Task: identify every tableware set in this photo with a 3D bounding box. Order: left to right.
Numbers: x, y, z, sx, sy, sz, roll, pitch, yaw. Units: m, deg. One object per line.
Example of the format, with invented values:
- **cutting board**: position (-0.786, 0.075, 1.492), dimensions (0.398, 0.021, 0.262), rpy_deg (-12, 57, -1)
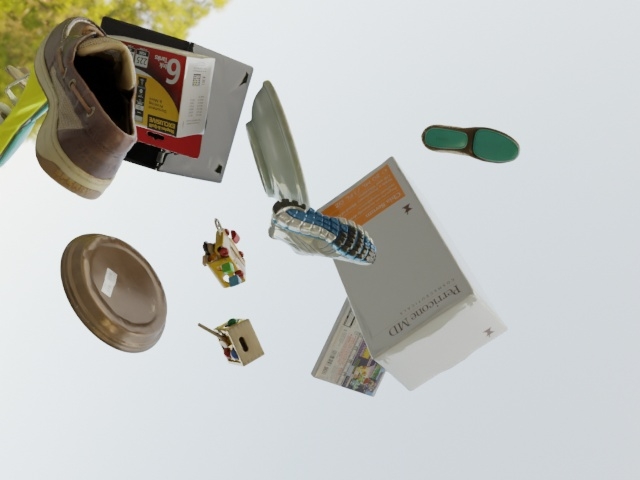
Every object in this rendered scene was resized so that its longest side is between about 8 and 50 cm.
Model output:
- **tableware set**: position (-0.570, -0.303, 1.385), dimensions (0.020, 0.141, 0.168), rpy_deg (-43, -158, 5)

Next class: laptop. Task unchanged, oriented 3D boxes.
- **laptop**: position (-0.464, -0.409, 2.053), dimensions (0.236, 0.408, 0.381), rpy_deg (24, -80, 36)

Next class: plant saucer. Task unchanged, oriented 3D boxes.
- **plant saucer**: position (-0.414, 0.100, 1.414), dimensions (0.041, 0.278, 0.277), rpy_deg (-31, -140, 20)
- **plant saucer**: position (-0.128, -0.230, 1.863), dimensions (0.101, 0.400, 0.400), rpy_deg (-17, -141, -5)

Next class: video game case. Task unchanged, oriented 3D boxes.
- **video game case**: position (0.093, 0.244, 1.564), dimensions (0.023, 0.183, 0.201), rpy_deg (25, -90, 59)

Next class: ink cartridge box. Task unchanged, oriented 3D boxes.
- **ink cartridge box**: position (-0.452, -0.372, 1.776), dimensions (0.310, 0.130, 0.271), rpy_deg (18, -71, 21)

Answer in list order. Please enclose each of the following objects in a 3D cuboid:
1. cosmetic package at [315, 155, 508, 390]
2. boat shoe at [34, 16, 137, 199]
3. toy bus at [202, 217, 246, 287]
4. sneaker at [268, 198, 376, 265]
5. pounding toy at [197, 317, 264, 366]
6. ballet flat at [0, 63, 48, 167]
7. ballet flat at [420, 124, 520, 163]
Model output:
- **cosmetic package**: position (0.167, 0.052, 1.416), dimensions (0.230, 0.161, 0.453), rpy_deg (-36, -139, 12)
- **boat shoe**: position (-0.278, -0.200, 0.859), dimensions (0.123, 0.123, 0.342), rpy_deg (-40, -141, 21)
- **toy bus**: position (-0.298, 0.049, 2.024), dimensions (0.104, 0.191, 0.202), rpy_deg (-20, -95, 10)
- **sneaker**: position (0.000, 0.000, 1.138), dimensions (0.071, 0.191, 0.083), rpy_deg (-69, -175, -45)
- **pounding toy**: position (-0.247, 0.271, 1.878), dimensions (0.100, 0.141, 0.130), rpy_deg (-28, -171, -29)
- **ballet flat**: position (-0.516, -0.220, 1.167), dimensions (0.231, 0.077, 0.077), rpy_deg (-38, -161, 26)
- **ballet flat**: position (0.313, -0.208, 1.431), dimensions (0.067, 0.206, 0.073), rpy_deg (-75, 178, -79)
